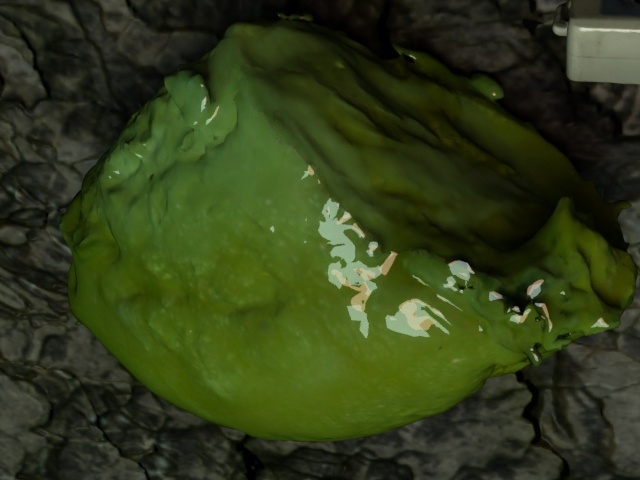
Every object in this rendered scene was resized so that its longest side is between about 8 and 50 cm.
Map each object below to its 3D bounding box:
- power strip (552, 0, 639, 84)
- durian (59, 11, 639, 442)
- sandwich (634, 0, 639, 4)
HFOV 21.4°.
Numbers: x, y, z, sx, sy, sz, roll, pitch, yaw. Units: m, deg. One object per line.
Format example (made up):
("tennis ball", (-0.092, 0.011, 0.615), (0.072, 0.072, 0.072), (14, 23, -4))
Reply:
("power strip", (0.302, -0.118, 0.854), (0.367, 0.106, 0.043), (4, 134, 10))
("durian", (0.000, 0.000, 0.976), (0.256, 0.204, 0.339), (49, 133, -6))
("sandwich", (0.214, -0.216, 0.804), (0.198, 0.227, 0.155), (-9, 132, -25))
